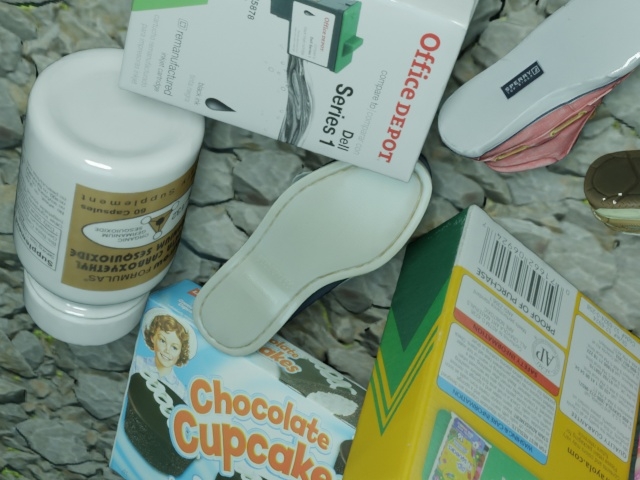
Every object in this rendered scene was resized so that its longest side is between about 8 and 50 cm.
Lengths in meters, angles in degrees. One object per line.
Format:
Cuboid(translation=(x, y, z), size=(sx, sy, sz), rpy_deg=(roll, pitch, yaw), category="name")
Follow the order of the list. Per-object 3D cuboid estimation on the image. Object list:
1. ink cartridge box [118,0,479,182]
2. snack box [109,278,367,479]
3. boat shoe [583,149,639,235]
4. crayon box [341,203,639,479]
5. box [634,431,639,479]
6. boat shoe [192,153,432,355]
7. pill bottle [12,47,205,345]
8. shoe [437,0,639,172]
Cuboid(translation=(-0.012, -0.150, 1.136), size=(0.219, 0.093, 0.160), rpy_deg=(18, 138, 0), category="ink cartridge box")
Cuboid(translation=(-0.027, 0.188, 1.389), size=(0.322, 0.060, 0.187), rpy_deg=(30, 121, 25), category="snack box")
Cuboid(translation=(0.287, -0.028, 1.193), size=(0.190, 0.068, 0.072), rpy_deg=(6, 150, 27), category="boat shoe")
Cuboid(translation=(0.129, 0.157, 1.239), size=(0.203, 0.323, 0.083), rpy_deg=(38, 134, -20), category="crayon box")
Cuboid(translation=(0.395, 0.163, 1.248), size=(0.300, 0.154, 0.142), rpy_deg=(-23, 123, 37), category="box")
Cuboid(translation=(0.000, 0.000, 1.297), size=(0.095, 0.079, 0.254), rpy_deg=(42, 126, -2), category="boat shoe")
Cuboid(translation=(-0.170, -0.025, 1.293), size=(0.131, 0.131, 0.229), rpy_deg=(18, 138, 0), category="pill bottle")
Cuboid(translation=(0.169, -0.108, 1.148), size=(0.178, 0.063, 0.081), rpy_deg=(-33, 155, 19), category="shoe")
